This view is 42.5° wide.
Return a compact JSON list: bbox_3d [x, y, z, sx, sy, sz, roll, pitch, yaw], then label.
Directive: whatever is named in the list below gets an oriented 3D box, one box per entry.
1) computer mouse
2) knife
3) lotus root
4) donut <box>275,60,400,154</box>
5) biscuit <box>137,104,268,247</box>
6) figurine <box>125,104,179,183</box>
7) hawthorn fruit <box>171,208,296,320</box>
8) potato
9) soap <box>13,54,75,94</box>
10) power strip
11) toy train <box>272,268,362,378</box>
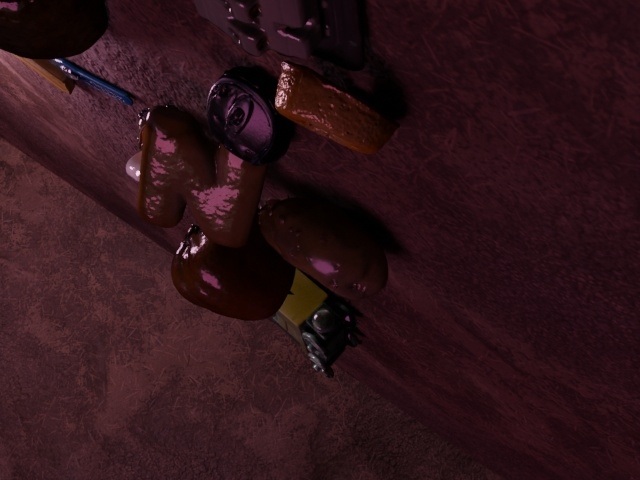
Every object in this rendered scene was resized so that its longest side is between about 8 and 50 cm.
[{"bbox_3d":[-0.119,-0.187,1.318,0.137,0.096,0.233,35,166,6],"label":"computer mouse"},{"bbox_3d":[-0.520,-0.362,1.833,0.296,0.026,0.044,29,152,29],"label":"knife"},{"bbox_3d":[-0.492,-0.382,1.431,0.210,0.142,0.314,25,166,-8],"label":"lotus root"},{"bbox_3d":[0.017,-0.161,1.048,0.162,0.066,0.178,32,-174,36],"label":"donut"},{"bbox_3d":[-0.225,-0.109,1.539,0.236,0.062,0.291,18,137,-4],"label":"biscuit"},{"bbox_3d":[-0.332,-0.218,1.698,0.250,0.166,0.141,-124,24,-66],"label":"figurine"},{"bbox_3d":[-0.177,0.059,1.890,0.300,0.268,0.267,31,168,-18],"label":"hawthorn fruit"},{"bbox_3d":[0.000,0.000,1.541,0.296,0.141,0.191,29,177,33],"label":"potato"},{"bbox_3d":[-0.696,-0.443,1.962,0.252,0.037,0.092,36,166,2],"label":"soap"},{"bbox_3d":[-0.078,-0.293,0.912,0.251,0.092,0.257,33,163,21],"label":"power strip"},{"bbox_3d":[-0.022,0.226,2.267,0.253,0.160,0.397,39,166,16],"label":"toy train"}]
